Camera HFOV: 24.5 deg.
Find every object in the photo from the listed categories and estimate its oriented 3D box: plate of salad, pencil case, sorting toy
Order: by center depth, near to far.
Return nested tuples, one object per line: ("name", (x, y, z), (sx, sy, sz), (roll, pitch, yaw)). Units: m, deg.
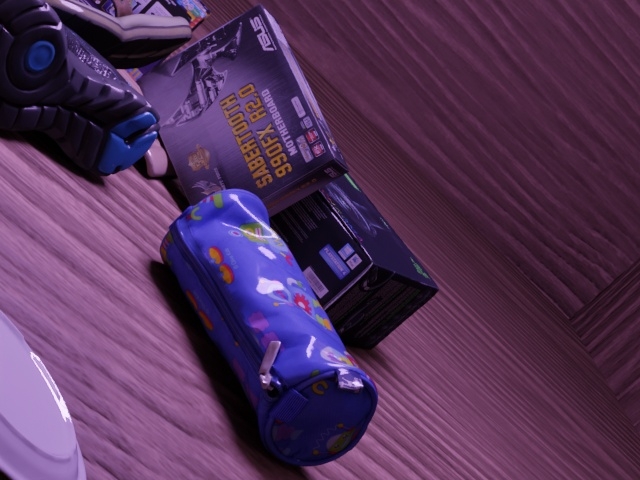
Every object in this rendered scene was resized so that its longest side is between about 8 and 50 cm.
("plate of salad", (-0.220, 0.094, 0.950), (0.200, 0.048, 0.200), (55, 4, -6))
("pencil case", (-0.056, 0.078, 1.432), (0.133, 0.119, 0.306), (32, 18, -46))
("sorting toy", (-0.240, -0.162, 1.799), (0.208, 0.038, 0.193), (53, 12, 5))

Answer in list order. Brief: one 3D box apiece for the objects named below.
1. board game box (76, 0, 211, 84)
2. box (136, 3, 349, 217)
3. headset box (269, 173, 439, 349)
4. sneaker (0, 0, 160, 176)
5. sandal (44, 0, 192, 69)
("board game box", (-0.256, -0.316, 1.978), (0.170, 0.141, 0.048), (46, 13, -7))
("box", (-0.095, -0.138, 1.752), (0.231, 0.183, 0.056), (66, 12, 22))
("headset box", (0.000, 0.000, 1.878), (0.246, 0.131, 0.283), (52, 12, 21))
("sneaker", (-0.297, -0.175, 1.456), (0.139, 0.125, 0.341), (43, -1, 31))
("sandal", (-0.258, -0.248, 1.660), (0.303, 0.120, 0.086), (-8, 80, -65))
